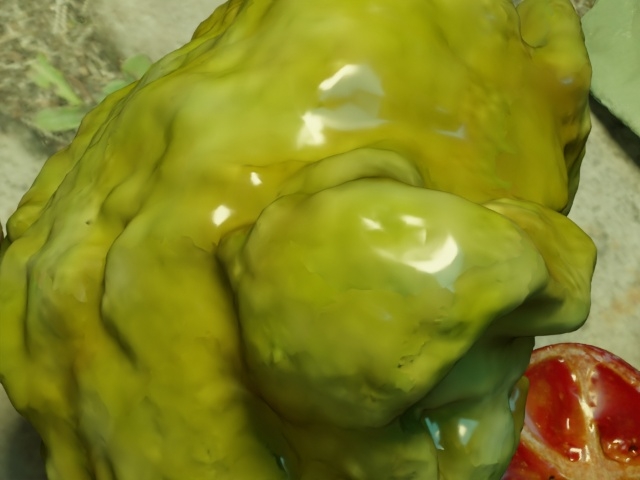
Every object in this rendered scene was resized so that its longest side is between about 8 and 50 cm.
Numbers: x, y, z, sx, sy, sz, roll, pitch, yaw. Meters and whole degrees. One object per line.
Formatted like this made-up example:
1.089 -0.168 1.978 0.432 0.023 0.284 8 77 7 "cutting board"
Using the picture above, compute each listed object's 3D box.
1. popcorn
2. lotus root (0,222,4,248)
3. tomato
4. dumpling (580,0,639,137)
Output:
-0.013 0.000 0.760 0.294 0.292 0.334 1 49 -6 "popcorn"
-0.204 0.008 0.844 0.083 0.030 0.037 -37 80 -31 "lotus root"
0.132 0.135 0.871 0.156 0.069 0.155 9 63 -18 "tomato"
0.267 -0.111 1.048 0.108 0.153 0.219 35 23 -52 "dumpling"
